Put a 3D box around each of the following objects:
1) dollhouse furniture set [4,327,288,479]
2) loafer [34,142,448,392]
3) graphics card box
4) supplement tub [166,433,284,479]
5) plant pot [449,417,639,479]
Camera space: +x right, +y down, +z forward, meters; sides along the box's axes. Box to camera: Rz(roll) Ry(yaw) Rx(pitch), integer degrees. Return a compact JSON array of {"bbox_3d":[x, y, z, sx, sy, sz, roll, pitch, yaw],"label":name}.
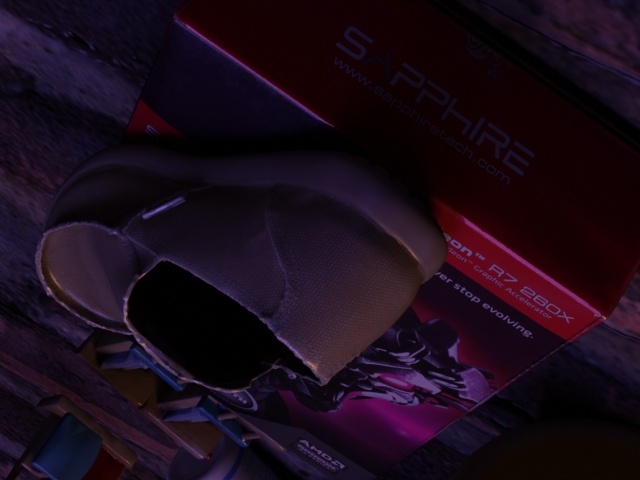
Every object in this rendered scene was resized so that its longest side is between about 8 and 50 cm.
[{"bbox_3d":[-0.111,0.134,1.113,0.129,0.184,0.129,43,152,-19],"label":"dollhouse furniture set"},{"bbox_3d":[-0.061,0.016,0.753,0.102,0.092,0.268,47,150,-25],"label":"loafer"},{"bbox_3d":[0.000,0.000,0.867,0.233,0.094,0.371,35,155,-3],"label":"graphics card box"},{"bbox_3d":[-0.066,0.205,1.314,0.071,0.071,0.107,-3,136,50],"label":"supplement tub"},{"bbox_3d":[0.153,0.244,0.973,0.254,0.254,0.239,19,134,26],"label":"plant pot"}]
